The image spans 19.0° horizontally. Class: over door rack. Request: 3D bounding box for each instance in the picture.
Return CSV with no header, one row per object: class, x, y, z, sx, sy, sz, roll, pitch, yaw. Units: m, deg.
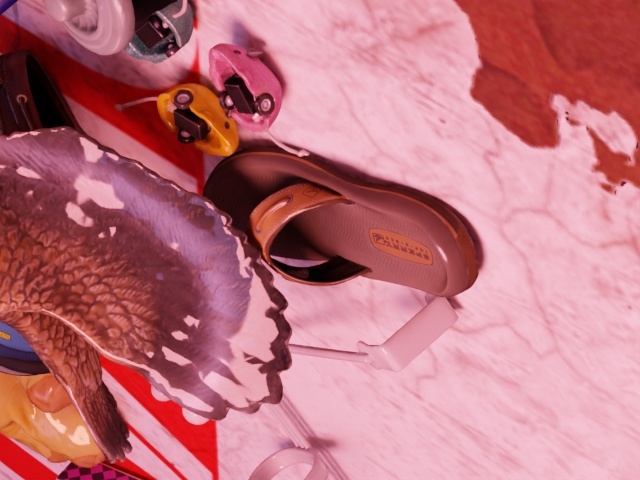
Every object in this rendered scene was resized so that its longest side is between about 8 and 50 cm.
over door rack,0.028,0.168,1.315,0.239,0.108,0.324,53,150,-15

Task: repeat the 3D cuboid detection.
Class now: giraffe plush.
giraffe plush,-0.301,0.140,1.621,0.181,0.170,0.210,4,130,56

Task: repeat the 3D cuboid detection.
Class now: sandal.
sandal,0.000,0.000,1.186,0.219,0.060,0.090,19,141,38

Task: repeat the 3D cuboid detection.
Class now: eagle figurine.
eagle figurine,-0.194,0.025,1.222,0.298,0.225,0.226,16,-159,-31

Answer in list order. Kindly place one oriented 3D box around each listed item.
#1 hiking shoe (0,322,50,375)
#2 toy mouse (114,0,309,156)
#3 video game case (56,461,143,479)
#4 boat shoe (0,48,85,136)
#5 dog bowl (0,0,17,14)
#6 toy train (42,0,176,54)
hiking shoe,-0.260,-0.004,1.463,0.132,0.113,0.304,-1,135,38
toy mouse,-0.070,-0.110,1.167,0.161,0.031,0.143,28,146,28
video game case,-0.117,0.306,1.737,0.232,0.042,0.210,16,141,41
boat shoe,-0.181,-0.043,1.355,0.073,0.073,0.207,-24,122,17
dog bowl,-0.278,-0.248,1.186,0.265,0.104,0.265,32,148,22
toy train,-0.093,-0.232,0.955,0.190,0.142,0.334,55,153,7
